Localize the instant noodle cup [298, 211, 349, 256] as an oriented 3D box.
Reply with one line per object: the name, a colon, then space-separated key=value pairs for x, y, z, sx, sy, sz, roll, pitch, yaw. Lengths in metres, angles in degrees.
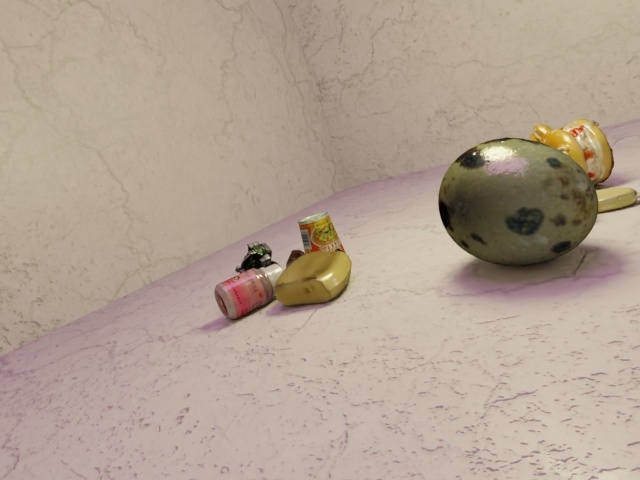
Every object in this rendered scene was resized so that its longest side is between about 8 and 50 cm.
instant noodle cup: x=0.000 y=0.000 z=1.984 sx=0.193 sy=0.212 sz=0.193 roll=-18 pitch=11 yaw=4

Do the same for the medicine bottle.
medicine bottle: x=-0.248 y=0.177 z=1.727 sx=0.247 sy=0.147 sz=0.147 roll=-26 pitch=13 yaw=-27

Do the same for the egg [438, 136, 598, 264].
egg: x=0.515 y=-0.100 z=1.283 sx=0.345 sy=0.345 sz=0.428 roll=-22 pitch=22 yaw=-17

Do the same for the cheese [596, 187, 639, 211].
cheese: x=0.951 y=-0.135 z=1.476 sx=0.255 sy=0.050 sz=0.127 roll=-8 pitch=15 yaw=45

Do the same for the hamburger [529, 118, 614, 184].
hamburger: x=0.932 y=-0.329 z=1.810 sx=0.186 sy=0.302 sz=0.261 roll=-15 pitch=-20 yaw=1

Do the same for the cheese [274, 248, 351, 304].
cheese: x=-0.009 y=0.120 z=1.676 sx=0.260 sy=0.128 sz=0.316 roll=-6 pitch=22 yaw=23

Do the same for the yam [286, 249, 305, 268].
yam: x=-0.106 y=0.090 z=2.081 sx=0.079 sy=0.079 sz=0.141 roll=-17 pitch=12 yaw=11

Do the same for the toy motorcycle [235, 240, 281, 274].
toy motorcycle: x=-0.237 y=0.109 z=1.888 sx=0.187 sy=0.125 sz=0.274 roll=-30 pitch=-28 yaw=-27
